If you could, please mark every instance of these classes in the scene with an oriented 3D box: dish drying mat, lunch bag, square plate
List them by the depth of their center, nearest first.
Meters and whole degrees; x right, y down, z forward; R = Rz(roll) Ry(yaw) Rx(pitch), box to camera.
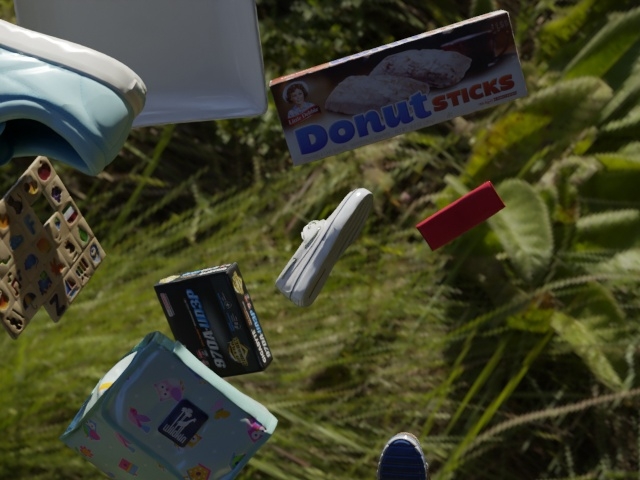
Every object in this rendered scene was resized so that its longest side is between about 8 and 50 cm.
[{"bbox_3d":[0.135,-0.023,1.064,0.083,0.032,0.008,-32,16,12],"label":"dish drying mat"},{"bbox_3d":[-0.209,0.253,1.548,0.262,0.223,0.160,-41,13,44],"label":"lunch bag"},{"bbox_3d":[-0.266,-0.335,1.598,0.049,0.347,0.344,-132,35,-77],"label":"square plate"}]

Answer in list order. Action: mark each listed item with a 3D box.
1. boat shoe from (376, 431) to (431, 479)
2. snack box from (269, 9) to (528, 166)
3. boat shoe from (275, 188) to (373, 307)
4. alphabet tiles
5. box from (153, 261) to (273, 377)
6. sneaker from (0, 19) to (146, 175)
[{"bbox_3d":[0.115,0.324,1.472,0.066,0.183,0.066,6,29,16],"label":"boat shoe"},{"bbox_3d":[0.056,-0.110,0.799,0.178,0.064,0.022,-17,17,1],"label":"snack box"},{"bbox_3d":[0.000,0.000,1.840,0.076,0.083,0.226,31,85,24],"label":"boat shoe"},{"bbox_3d":[-0.411,0.021,1.591,0.009,0.198,0.237,-6,35,29],"label":"alphabet tiles"},{"bbox_3d":[-0.210,0.163,2.171,0.175,0.220,0.051,-11,18,26],"label":"box"},{"bbox_3d":[-0.391,-0.164,1.237,0.135,0.366,0.150,91,-166,-60],"label":"sneaker"}]
